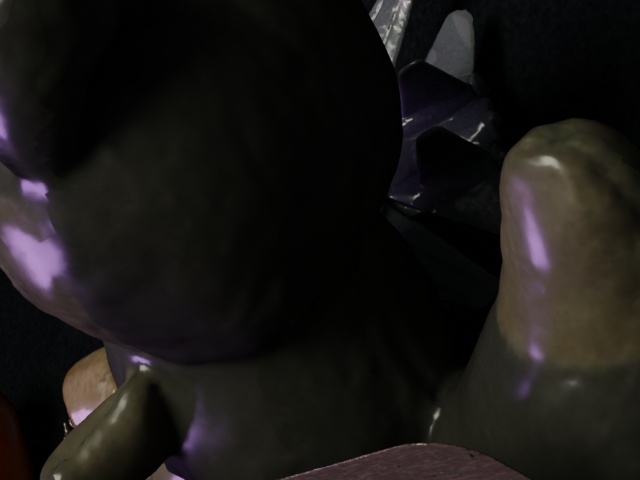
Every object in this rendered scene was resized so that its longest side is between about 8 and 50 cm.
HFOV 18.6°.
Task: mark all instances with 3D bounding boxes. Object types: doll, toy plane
[{"bbox_3d":[0.013,-0.025,0.906,0.378,0.382,0.252,-3,43,17],"label":"doll"},{"bbox_3d":[-0.002,-0.010,1.117,0.267,0.088,0.212,-34,56,34],"label":"toy plane"}]

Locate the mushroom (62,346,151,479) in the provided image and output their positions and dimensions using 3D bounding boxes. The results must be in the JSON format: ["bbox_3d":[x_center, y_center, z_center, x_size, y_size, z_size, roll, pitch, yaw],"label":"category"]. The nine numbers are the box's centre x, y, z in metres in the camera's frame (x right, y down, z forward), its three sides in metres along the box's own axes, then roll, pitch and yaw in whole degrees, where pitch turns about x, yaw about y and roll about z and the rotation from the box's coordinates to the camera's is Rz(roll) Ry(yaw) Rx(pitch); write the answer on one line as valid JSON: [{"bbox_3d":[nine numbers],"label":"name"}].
[{"bbox_3d":[-0.038,0.155,1.113,0.151,0.156,0.286,-42,63,27],"label":"mushroom"}]

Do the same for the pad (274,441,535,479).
[{"bbox_3d":[0.025,0.149,0.907,0.266,0.176,0.002,-22,47,44],"label":"pad"}]

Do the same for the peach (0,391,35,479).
[{"bbox_3d":[-0.309,0.228,1.467,0.267,0.159,0.154,-48,54,36],"label":"peach"}]
